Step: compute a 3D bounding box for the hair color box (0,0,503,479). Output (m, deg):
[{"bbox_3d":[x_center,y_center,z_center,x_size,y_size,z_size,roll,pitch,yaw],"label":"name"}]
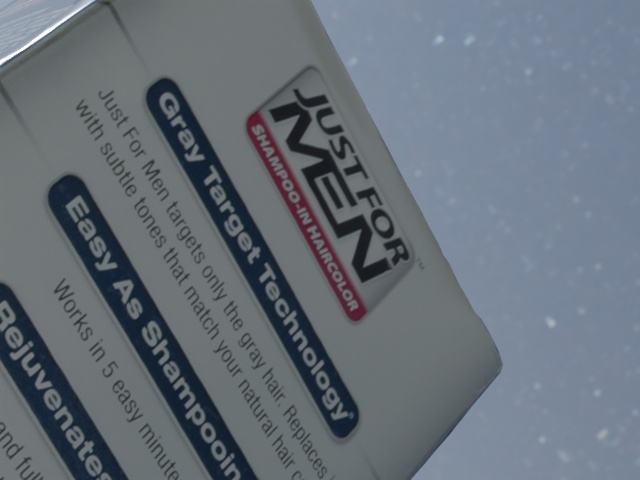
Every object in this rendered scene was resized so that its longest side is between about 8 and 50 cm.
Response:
[{"bbox_3d":[-0.108,0.067,0.425,0.105,0.347,0.174,-10,-65,45],"label":"hair color box"}]
